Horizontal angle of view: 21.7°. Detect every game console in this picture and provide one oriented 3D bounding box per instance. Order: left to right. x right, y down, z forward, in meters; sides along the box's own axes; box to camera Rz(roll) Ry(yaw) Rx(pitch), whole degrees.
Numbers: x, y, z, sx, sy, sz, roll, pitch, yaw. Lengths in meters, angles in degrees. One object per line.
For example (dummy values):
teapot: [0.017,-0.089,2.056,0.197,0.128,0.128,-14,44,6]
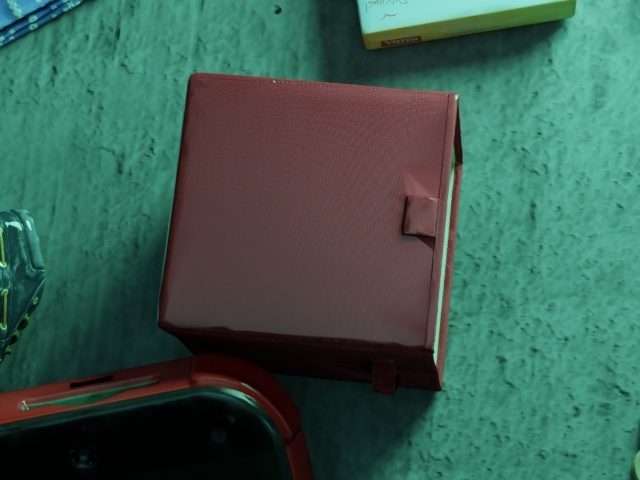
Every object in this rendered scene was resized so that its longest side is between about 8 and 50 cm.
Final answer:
game console: [-0.180,0.272,1.188,0.386,0.060,0.342,-11,103,4]

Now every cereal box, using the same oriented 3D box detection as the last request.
cereal box: [0.101,-0.282,1.338,0.173,0.047,0.240,-8,77,4]

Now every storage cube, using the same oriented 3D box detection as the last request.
storage cube: [0.000,0.000,1.215,0.193,0.183,0.215,6,78,7]

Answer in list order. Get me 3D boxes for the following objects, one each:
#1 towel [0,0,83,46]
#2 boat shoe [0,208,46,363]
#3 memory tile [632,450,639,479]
towel: [-0.336,-0.251,1.377,0.336,0.040,0.243,-30,76,-2]
boat shoe: [-0.253,0.066,1.287,0.065,0.083,0.183,11,106,46]
memory tile: [0.286,0.193,1.233,0.113,0.012,0.148,7,79,7]
